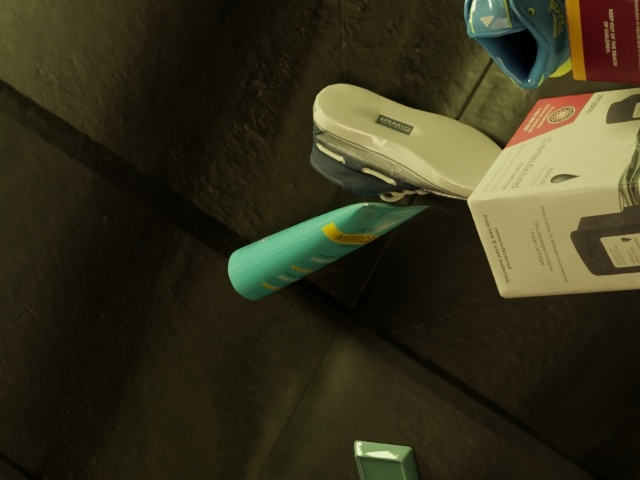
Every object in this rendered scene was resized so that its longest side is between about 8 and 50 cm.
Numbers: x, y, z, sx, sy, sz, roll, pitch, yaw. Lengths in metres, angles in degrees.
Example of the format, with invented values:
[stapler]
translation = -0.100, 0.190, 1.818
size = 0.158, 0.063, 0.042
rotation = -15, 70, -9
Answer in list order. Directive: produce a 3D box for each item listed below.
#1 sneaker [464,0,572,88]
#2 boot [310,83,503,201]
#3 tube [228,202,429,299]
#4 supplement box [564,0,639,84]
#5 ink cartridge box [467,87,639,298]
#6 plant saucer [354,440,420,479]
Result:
[sneaker]
translation = 0.154, -0.224, 1.398
size = 0.091, 0.126, 0.240
rotation = -4, 120, 32
[boot]
translation = 0.079, -0.067, 1.606
size = 0.190, 0.069, 0.086
rotation = 27, 143, 16
[tube]
translation = 0.000, 0.000, 1.695
size = 0.207, 0.080, 0.052
rotation = -26, 77, 42
[supplement box]
translation = 0.290, -0.171, 1.373
size = 0.188, 0.104, 0.081
rotation = 7, 126, 26
[ink cartridge box]
translation = 0.262, -0.044, 1.434
size = 0.237, 0.172, 0.100
rotation = -5, 119, 32
[plant saucer]
translation = 0.080, 0.289, 1.885
size = 0.067, 0.018, 0.192
rotation = 3, 123, 28
